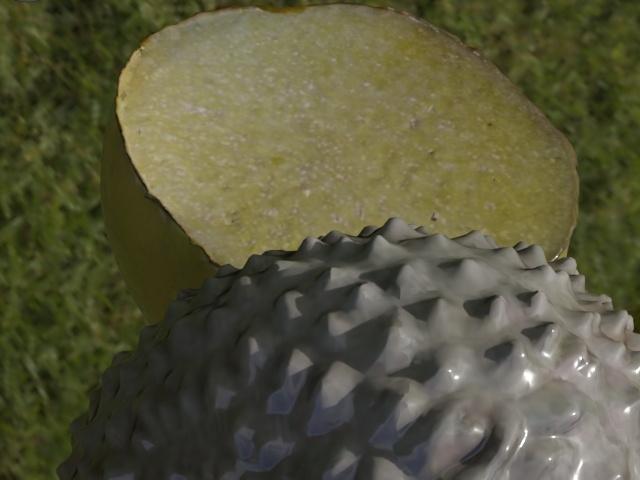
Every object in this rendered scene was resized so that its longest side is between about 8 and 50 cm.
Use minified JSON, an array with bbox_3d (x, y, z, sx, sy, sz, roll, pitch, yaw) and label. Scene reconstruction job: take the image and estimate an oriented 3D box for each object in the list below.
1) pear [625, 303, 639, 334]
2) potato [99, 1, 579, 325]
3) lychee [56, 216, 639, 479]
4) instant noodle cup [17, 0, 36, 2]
[{"bbox_3d":[0.337,0.178,1.554,0.294,0.294,0.294,-20,131,-24],"label":"pear"},{"bbox_3d":[0.000,0.000,1.682,0.385,0.442,0.319,-42,161,-36],"label":"potato"},{"bbox_3d":[0.041,0.168,1.026,0.432,0.380,0.380,-31,146,-61],"label":"lychee"},{"bbox_3d":[-0.332,-0.341,1.650,0.174,0.213,0.213,4,119,-48],"label":"instant noodle cup"}]
